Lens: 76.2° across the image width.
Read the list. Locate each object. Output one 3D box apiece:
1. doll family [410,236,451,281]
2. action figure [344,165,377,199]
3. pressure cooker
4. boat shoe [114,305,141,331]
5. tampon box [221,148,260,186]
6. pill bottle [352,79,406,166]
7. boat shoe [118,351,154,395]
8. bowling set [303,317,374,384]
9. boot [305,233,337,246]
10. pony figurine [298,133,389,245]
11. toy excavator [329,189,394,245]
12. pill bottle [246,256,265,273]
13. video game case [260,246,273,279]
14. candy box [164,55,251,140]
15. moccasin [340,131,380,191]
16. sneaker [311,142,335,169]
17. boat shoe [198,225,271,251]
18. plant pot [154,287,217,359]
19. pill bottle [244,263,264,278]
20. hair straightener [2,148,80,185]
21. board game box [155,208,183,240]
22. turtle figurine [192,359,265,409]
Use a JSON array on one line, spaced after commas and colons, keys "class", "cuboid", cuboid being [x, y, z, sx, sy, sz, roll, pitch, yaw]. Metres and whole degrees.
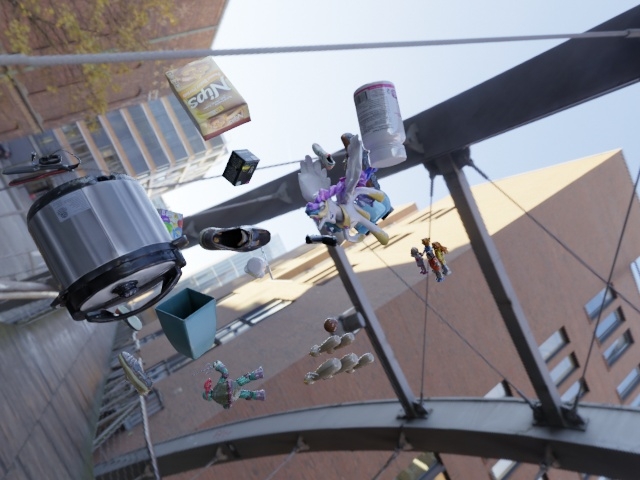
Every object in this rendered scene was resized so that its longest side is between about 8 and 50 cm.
[{"class": "doll family", "cuboid": [0.499, 0.069, 1.817, 0.163, 0.119, 0.263, 66, -8, -10]}, {"class": "action figure", "cuboid": [0.176, -0.305, 1.950, 0.139, 0.092, 0.280, 39, -59, 24]}, {"class": "pressure cooker", "cuboid": [-0.668, 0.044, 1.308, 0.370, 0.376, 0.420, -35, -96, 27]}, {"class": "boat shoe", "cuboid": [-0.775, 0.321, 1.643, 0.137, 0.043, 0.049, 40, 14, 11]}, {"class": "tampon box", "cuboid": [-0.406, -0.371, 2.084, 0.101, 0.120, 0.160, 41, -59, 14]}, {"class": "pill bottle", "cuboid": [0.221, -0.421, 1.500, 0.160, 0.161, 0.282, -18, -98, 65]}, {"class": "boat shoe", "cuboid": [-0.742, 0.529, 1.604, 0.190, 0.072, 0.068, 49, 4, 10]}, {"class": "bowling set", "cuboid": [0.043, 0.398, 1.482, 0.154, 0.287, 0.199, -38, -121, 26]}, {"class": "boot", "cuboid": [0.000, 0.000, 1.632, 0.121, 0.099, 0.045, 21, -71, 61]}, {"class": "pony figurine", "cuboid": [0.090, -0.160, 1.484, 0.303, 0.364, 0.350, -21, -119, 41]}, {"class": "toy excavator", "cuboid": [0.235, -0.143, 2.412, 0.222, 0.433, 0.445, 46, 1, 6]}, {"class": "pill bottle", "cuboid": [-0.318, 0.124, 2.020, 0.087, 0.087, 0.160, 62, -4, 1]}, {"class": "video game case", "cuboid": [-0.224, 0.095, 1.707, 0.122, 0.011, 0.087, -116, -169, -47]}, {"class": "candy box", "cuboid": [-0.400, -0.510, 1.449, 0.316, 0.183, 0.087, 54, -16, 27]}, {"class": "moccasin", "cuboid": [0.190, -0.390, 2.161, 0.147, 0.139, 0.379, -12, -53, 29]}, {"class": "sneaker", "cuboid": [0.021, -0.447, 2.111, 0.161, 0.057, 0.075, 56, -28, -4]}, {"class": "boat shoe", "cuboid": [-0.372, 0.000, 1.877, 0.130, 0.356, 0.132, 5, -81, 52]}, {"class": "plant pot", "cuboid": [-0.521, 0.345, 1.632, 0.166, 0.166, 0.233, 13, -60, 29]}, {"class": "pill bottle", "cuboid": [-0.386, 0.180, 2.399, 0.116, 0.065, 0.065, 35, -5, -38]}, {"class": "hair straightener", "cuboid": [-0.893, -0.241, 1.306, 0.047, 0.231, 0.088, -113, -167, -53]}, {"class": "board game box", "cuboid": [-0.730, 0.003, 1.835, 0.145, 0.142, 0.274, 2, -96, 24]}, {"class": "turtle figurine", "cuboid": [-0.309, 0.503, 1.380, 0.118, 0.235, 0.175, -147, -123, -71]}]
